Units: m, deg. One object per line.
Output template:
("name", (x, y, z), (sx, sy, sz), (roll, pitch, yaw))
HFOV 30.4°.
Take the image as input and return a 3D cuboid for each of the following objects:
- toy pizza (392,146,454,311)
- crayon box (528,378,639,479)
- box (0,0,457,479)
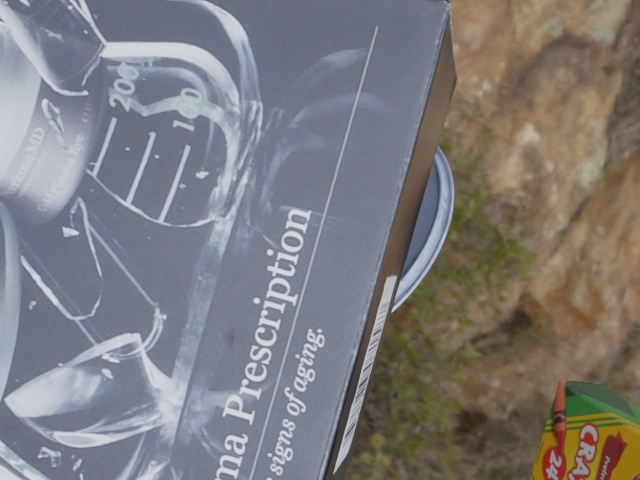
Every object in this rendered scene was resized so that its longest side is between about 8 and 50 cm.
("toy pizza", (0.000, 0.000, 0.792), (0.201, 0.201, 0.032), (-55, 134, -18))
("crayon box", (0.364, 0.314, 1.372), (0.081, 0.318, 0.202), (11, 100, -25))
("box", (-0.127, 0.027, 0.577), (0.179, 0.312, 0.343), (9, 95, -82))
